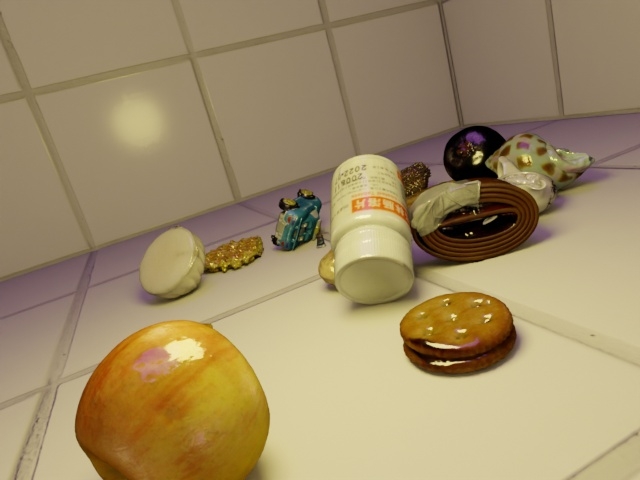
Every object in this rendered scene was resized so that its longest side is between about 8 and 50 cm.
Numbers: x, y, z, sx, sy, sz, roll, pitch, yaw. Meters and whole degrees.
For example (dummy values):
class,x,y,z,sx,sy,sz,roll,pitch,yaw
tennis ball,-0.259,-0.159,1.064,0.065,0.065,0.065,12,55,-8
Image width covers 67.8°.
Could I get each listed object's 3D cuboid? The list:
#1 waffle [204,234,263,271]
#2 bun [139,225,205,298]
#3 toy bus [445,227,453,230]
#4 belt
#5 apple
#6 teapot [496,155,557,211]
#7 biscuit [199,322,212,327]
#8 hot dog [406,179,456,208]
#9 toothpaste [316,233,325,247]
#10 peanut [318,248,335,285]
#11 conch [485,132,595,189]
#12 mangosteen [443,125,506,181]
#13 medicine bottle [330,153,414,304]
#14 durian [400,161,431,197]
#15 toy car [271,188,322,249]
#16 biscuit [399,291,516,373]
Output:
class,x,y,z,sx,sy,sz,roll,pitch,yaw
waffle,-0.355,0.053,1.944,0.307,0.060,0.312,-4,21,34
bun,-0.501,0.100,1.716,0.262,0.175,0.263,-15,57,24
toy bus,0.437,-0.052,1.475,0.103,0.092,0.182,-15,14,9
belt,0.404,-0.060,1.293,0.338,0.218,0.122,-8,16,3
apple,-0.220,0.262,0.715,0.285,0.286,0.233,0,29,45
teapot,0.640,-0.172,1.547,0.208,0.166,0.300,-23,34,6
biscuit,-0.395,0.271,1.263,0.183,0.039,0.174,-9,16,27
hot dog,0.435,-0.172,1.928,0.288,0.083,0.068,-20,-3,-18
toothpaste,0.000,0.000,1.852,0.037,0.021,0.140,-16,18,3
peanut,0.094,0.037,1.424,0.149,0.149,0.313,-8,24,27
conch,0.766,-0.281,1.713,0.249,0.197,0.368,-9,36,-28
mangosteen,0.674,-0.345,2.029,0.274,0.275,0.302,-3,-15,38
medicine bottle,0.130,-0.037,1.247,0.210,0.211,0.372,-12,46,13
durian,0.403,-0.265,2.087,0.196,0.167,0.196,-49,12,14
toy car,-0.071,-0.079,1.925,0.165,0.199,0.314,26,26,14
biscuit,0.261,0.172,0.918,0.220,0.066,0.220,-15,16,4
